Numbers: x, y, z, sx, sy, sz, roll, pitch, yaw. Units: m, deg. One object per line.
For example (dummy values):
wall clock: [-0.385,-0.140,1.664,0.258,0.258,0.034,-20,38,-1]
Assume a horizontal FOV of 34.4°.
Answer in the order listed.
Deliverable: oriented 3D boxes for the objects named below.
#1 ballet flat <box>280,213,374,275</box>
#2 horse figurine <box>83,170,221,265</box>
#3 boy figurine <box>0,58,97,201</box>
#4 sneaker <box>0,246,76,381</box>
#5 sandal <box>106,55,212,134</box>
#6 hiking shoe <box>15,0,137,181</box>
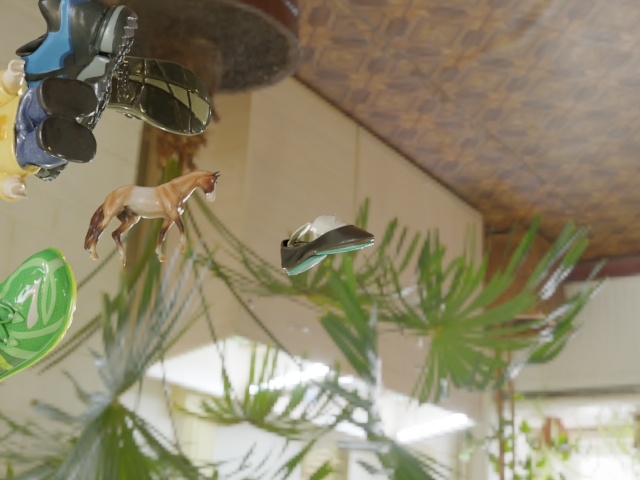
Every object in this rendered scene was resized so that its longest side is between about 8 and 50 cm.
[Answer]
ballet flat: [0.000,0.000,2.232,0.095,0.096,0.280,-11,172,-44]
horse figurine: [-0.312,-0.043,1.826,0.263,0.175,0.066,-6,152,20]
boy figurine: [-0.390,-0.135,1.281,0.285,0.177,0.092,-4,172,40]
sneaker: [-0.423,0.126,1.282,0.295,0.109,0.123,-43,162,1]
sandal: [-0.334,-0.268,1.819,0.302,0.120,0.086,14,175,-21]
hiking shoe: [-0.358,-0.218,1.421,0.132,0.113,0.304,28,123,-8]
